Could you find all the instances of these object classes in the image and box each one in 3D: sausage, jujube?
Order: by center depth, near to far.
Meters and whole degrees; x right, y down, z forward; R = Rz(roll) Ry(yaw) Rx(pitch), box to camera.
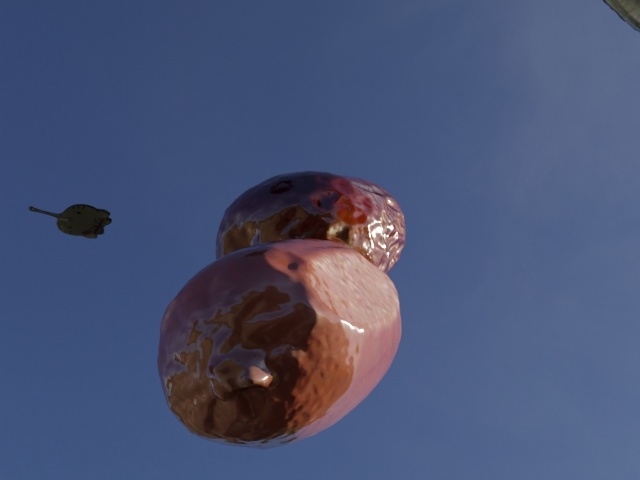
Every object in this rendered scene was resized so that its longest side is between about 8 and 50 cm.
[{"bbox_3d":[-0.021,0.067,0.709,0.148,0.254,0.148,3,-81,20],"label":"sausage"},{"bbox_3d":[0.000,0.000,1.150,0.190,0.255,0.190,10,-71,30],"label":"jujube"}]

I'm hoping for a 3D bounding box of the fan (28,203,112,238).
[{"bbox_3d":[-0.257,-0.024,1.021,0.083,0.004,0.056,16,-41,-27],"label":"fan"}]

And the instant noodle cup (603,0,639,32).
[{"bbox_3d":[0.444,-0.361,1.042,0.312,0.284,0.284,-37,-47,-24],"label":"instant noodle cup"}]
